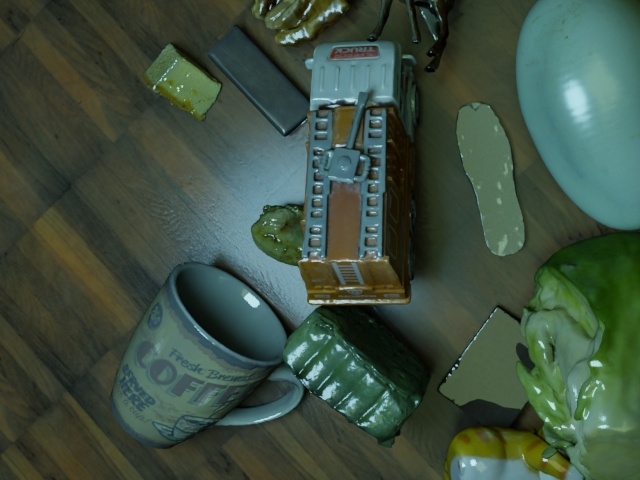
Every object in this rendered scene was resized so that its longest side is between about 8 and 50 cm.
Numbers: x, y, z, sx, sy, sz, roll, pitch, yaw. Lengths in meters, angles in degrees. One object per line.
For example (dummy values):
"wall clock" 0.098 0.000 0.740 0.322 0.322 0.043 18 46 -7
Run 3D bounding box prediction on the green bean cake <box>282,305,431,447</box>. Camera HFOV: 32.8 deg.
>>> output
"green bean cake" 0.060 0.198 1.665 0.222 0.227 0.125 42 102 6

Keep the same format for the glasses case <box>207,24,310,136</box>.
"glasses case" -0.095 -0.256 1.757 0.072 0.042 0.191 -44 85 4

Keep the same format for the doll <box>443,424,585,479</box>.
"doll" 0.319 0.352 1.656 0.269 0.162 0.167 -4 106 9

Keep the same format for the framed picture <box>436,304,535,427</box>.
"framed picture" 0.284 0.207 1.725 0.128 0.023 0.168 35 100 6

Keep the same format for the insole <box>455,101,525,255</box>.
"insole" 0.269 -0.097 1.712 0.081 0.011 0.248 -13 91 13

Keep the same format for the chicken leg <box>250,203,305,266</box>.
"chicken leg" 0.000 0.000 1.735 0.227 0.103 0.088 14 141 -8

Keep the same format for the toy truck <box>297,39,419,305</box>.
"toy truck" 0.054 -0.112 1.607 0.173 0.207 0.388 -1 70 11

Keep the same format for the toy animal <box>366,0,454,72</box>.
"toy animal" 0.121 -0.396 1.576 0.087 0.243 0.260 -6 73 30

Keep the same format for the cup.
"cup" -0.179 0.215 1.748 0.301 0.227 0.257 30 115 -22

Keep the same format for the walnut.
"walnut" -0.023 -0.390 1.720 0.170 0.069 0.143 -38 84 15

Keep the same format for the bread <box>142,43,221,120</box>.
"bread" -0.222 -0.263 1.794 0.109 0.080 0.084 33 101 -29

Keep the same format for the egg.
"egg" 0.410 -0.194 1.569 0.229 0.230 0.371 -19 95 12

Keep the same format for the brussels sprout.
"brussels sprout" 0.449 0.162 1.535 0.314 0.276 0.371 5 52 1
